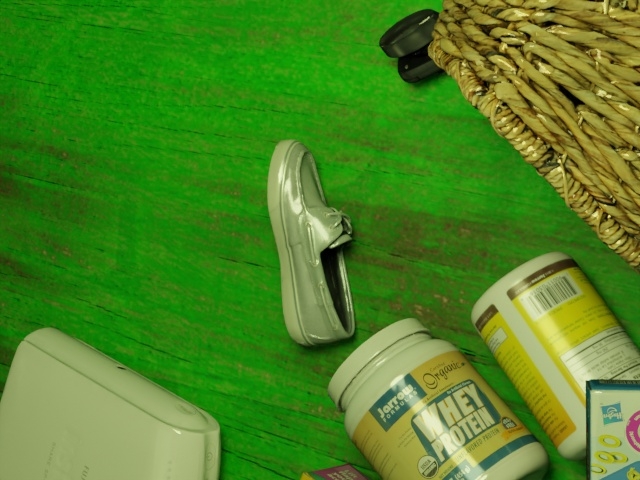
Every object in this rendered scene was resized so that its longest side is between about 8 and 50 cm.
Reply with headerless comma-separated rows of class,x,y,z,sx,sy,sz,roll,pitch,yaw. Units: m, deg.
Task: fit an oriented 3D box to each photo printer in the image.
photo printer,-0.258,0.277,1.640,0.307,0.107,0.256,25,104,31

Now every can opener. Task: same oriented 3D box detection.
can opener,0.153,-0.214,1.392,0.186,0.073,0.059,-21,71,23

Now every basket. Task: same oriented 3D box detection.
basket,0.192,-0.119,1.189,0.213,0.299,0.223,13,103,-4

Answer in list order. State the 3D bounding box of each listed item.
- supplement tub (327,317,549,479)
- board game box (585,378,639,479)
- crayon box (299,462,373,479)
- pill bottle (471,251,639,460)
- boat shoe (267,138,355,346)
supplement tub,0.114,0.190,1.368,0.199,0.144,0.144,49,115,23
board game box,0.379,0.273,1.159,0.308,0.086,0.302,-1,90,10
crayon box,0.081,0.459,1.416,0.363,0.106,0.313,30,107,30
pill bottle,0.244,0.125,1.297,0.117,0.117,0.215,-43,68,27
boat shoe,0.000,0.001,1.490,0.081,0.079,0.227,-5,94,27
